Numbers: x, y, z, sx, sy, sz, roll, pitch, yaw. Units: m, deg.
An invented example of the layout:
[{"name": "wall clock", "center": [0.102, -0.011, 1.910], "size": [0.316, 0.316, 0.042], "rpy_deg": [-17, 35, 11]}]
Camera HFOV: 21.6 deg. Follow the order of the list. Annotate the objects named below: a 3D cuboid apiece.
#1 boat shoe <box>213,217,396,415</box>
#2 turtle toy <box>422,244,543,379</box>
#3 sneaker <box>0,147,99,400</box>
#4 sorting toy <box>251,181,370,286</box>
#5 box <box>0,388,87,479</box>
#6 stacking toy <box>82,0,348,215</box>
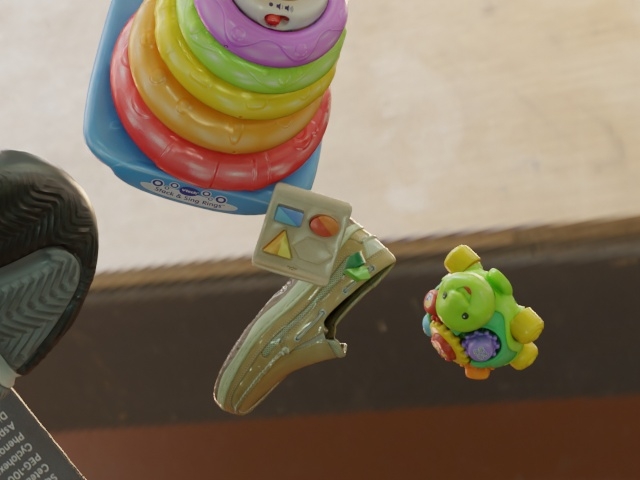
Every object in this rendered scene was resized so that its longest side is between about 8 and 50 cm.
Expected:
[{"name": "boat shoe", "center": [-0.011, 0.074, 1.361], "size": [0.072, 0.068, 0.190], "rpy_deg": [38, 99, 15]}, {"name": "turtle toy", "center": [0.114, 0.057, 1.260], "size": [0.066, 0.130, 0.095], "rpy_deg": [-38, 68, -16]}, {"name": "sneaker", "center": [-0.179, 0.021, 0.507], "size": [0.229, 0.086, 0.132], "rpy_deg": [-33, 39, 3]}, {"name": "sorting toy", "center": [0.000, 0.000, 1.164], "size": [0.083, 0.062, 0.012], "rpy_deg": [17, 4, -10]}, {"name": "box", "center": [-0.326, 0.211, 1.132], "size": [0.293, 0.395, 0.212], "rpy_deg": [-32, 8, 48]}, {"name": "stacking toy", "center": [-0.039, -0.150, 1.107], "size": [0.175, 0.302, 0.165], "rpy_deg": [15, 64, -14]}]
